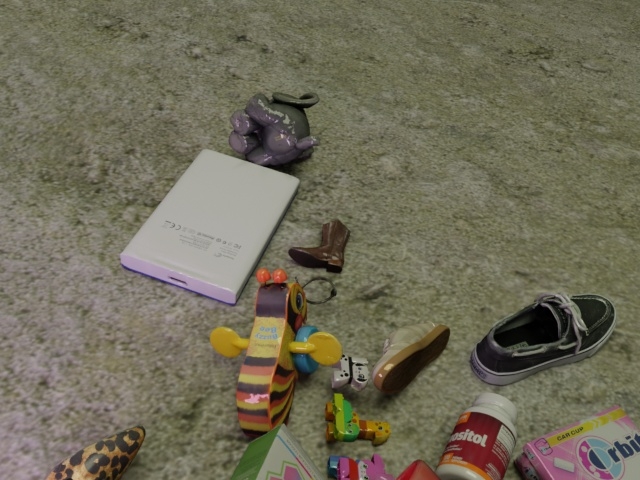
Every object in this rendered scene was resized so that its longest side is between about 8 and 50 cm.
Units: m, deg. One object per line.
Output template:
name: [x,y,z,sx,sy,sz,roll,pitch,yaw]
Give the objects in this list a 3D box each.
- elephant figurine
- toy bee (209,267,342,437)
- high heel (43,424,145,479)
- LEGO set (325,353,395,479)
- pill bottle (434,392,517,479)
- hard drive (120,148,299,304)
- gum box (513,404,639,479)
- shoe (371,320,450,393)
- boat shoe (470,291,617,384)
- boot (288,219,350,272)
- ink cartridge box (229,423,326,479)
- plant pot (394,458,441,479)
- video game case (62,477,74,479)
elephant figurine: [-0.075,-0.252,1.347,0.186,0.169,0.239,48,33,-4]
toy bee: [-0.073,0.127,0.948,0.195,0.162,0.298,-16,42,5]
high heel: [-0.266,0.353,0.733,0.186,0.093,0.261,35,66,30]
LEGO set: [0.060,0.270,0.896,0.093,0.087,0.227,7,39,-8]
pill bottle: [0.224,0.291,0.901,0.086,0.086,0.152,26,46,15]
hard drive: [-0.190,-0.038,1.179,0.210,0.040,0.318,18,46,7]
gum box: [0.381,0.322,0.915,0.189,0.062,0.107,-13,49,-22]
shoe: [0.130,0.173,0.987,0.058,0.076,0.219,27,23,28]
boat shoe: [0.388,0.139,1.067,0.307,0.104,0.113,-12,49,-21]
boot: [0.000,0.000,1.179,0.107,0.037,0.114,20,47,-9]
ink cartridge box: [-0.060,0.320,0.744,0.109,0.062,0.209,54,19,-6]
plant pot: [0.111,0.409,0.658,0.243,0.275,0.275,40,51,14]
video game case: [-0.218,0.414,0.603,0.248,0.035,0.274,30,92,16]
